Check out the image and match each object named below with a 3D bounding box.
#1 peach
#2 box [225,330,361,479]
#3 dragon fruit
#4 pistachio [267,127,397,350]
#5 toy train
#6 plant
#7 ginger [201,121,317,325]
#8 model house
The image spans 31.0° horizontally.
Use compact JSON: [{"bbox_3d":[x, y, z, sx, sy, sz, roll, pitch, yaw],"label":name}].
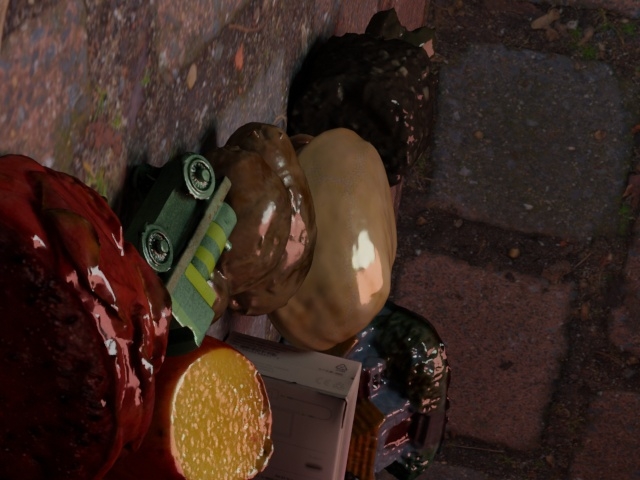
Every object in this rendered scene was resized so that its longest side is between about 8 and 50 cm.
[{"bbox_3d":[-0.142,0.184,1.176,0.190,0.193,0.190,-175,-90,-89],"label":"peach"},{"bbox_3d":[-0.059,0.279,1.712,0.106,0.203,0.251,-62,162,-59],"label":"box"},{"bbox_3d":[-0.182,0.066,0.934,0.205,0.152,0.316,-64,163,-58],"label":"dragon fruit"},{"bbox_3d":[0.000,0.000,1.679,0.238,0.229,0.321,12,81,-47],"label":"pistachio"},{"bbox_3d":[-0.143,0.004,1.135,0.132,0.083,0.200,57,39,-29],"label":"toy train"},{"bbox_3d":[0.084,-0.232,1.867,0.312,0.213,0.215,-69,163,-52],"label":"plant"},{"bbox_3d":[-0.102,-0.012,1.336,0.304,0.155,0.244,-18,127,-69],"label":"ginger"},{"bbox_3d":[0.018,0.315,2.135,0.339,0.297,0.360,-25,134,-38],"label":"model house"}]
